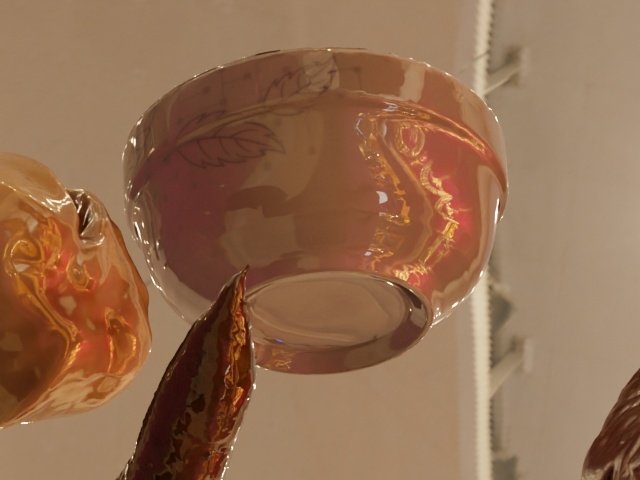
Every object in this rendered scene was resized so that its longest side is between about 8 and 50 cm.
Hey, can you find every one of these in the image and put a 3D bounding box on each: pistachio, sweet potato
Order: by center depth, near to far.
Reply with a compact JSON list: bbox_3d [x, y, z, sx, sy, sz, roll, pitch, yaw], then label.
[{"bbox_3d":[-0.076,0.130,0.792,0.067,0.067,0.274,30,-60,11],"label":"sweet potato"},{"bbox_3d":[-0.190,0.030,0.940,0.229,0.157,0.157,7,-70,45],"label":"pistachio"}]

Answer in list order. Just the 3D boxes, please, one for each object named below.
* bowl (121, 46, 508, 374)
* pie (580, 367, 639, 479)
[{"bbox_3d":[0.000,0.000,1.268,0.287,0.287,0.144,-23,-126,26],"label":"bowl"},{"bbox_3d":[0.195,0.047,0.765,0.054,0.219,0.204,39,-43,-1],"label":"pie"}]
